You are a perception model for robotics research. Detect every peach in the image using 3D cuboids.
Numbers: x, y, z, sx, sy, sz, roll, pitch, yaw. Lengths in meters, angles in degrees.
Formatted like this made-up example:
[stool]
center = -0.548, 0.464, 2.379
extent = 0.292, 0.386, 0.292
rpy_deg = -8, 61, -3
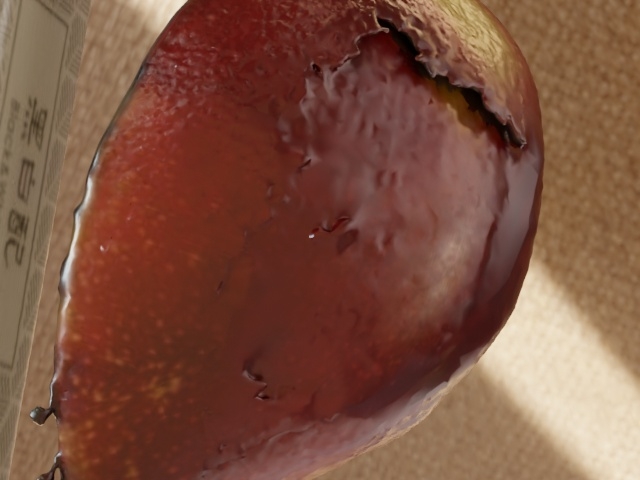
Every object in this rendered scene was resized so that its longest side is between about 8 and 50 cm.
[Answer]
[peach]
center = 0.003, -0.001, 0.584
extent = 0.068, 0.279, 0.189
rpy_deg = 1, 140, 47

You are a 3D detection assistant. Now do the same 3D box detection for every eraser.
[eraser]
center = -0.181, -0.069, 0.811
extent = 0.096, 0.098, 0.404
rpy_deg = 4, 77, 17
